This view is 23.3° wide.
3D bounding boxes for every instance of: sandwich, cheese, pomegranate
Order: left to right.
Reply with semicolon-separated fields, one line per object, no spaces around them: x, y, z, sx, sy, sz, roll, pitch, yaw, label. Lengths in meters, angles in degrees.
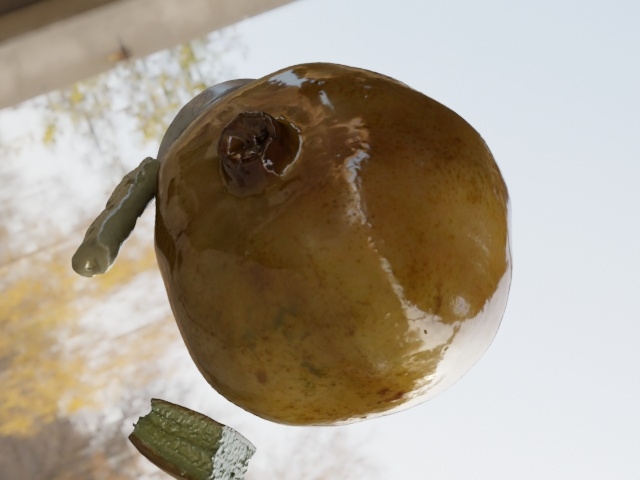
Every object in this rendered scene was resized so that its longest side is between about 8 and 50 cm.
-0.223;-0.027;1.729;0.043;0.065;0.194;48;34;-18;cheese
-0.157;0.298;2.131;0.096;0.094;0.258;14;-18;31;sandwich
0.000;0.000;1.691;0.417;0.416;0.417;58;-17;31;pomegranate

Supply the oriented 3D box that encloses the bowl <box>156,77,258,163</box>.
-0.091;-0.093;2.335;0.144;0.287;0.287;25;-44;55;bowl
